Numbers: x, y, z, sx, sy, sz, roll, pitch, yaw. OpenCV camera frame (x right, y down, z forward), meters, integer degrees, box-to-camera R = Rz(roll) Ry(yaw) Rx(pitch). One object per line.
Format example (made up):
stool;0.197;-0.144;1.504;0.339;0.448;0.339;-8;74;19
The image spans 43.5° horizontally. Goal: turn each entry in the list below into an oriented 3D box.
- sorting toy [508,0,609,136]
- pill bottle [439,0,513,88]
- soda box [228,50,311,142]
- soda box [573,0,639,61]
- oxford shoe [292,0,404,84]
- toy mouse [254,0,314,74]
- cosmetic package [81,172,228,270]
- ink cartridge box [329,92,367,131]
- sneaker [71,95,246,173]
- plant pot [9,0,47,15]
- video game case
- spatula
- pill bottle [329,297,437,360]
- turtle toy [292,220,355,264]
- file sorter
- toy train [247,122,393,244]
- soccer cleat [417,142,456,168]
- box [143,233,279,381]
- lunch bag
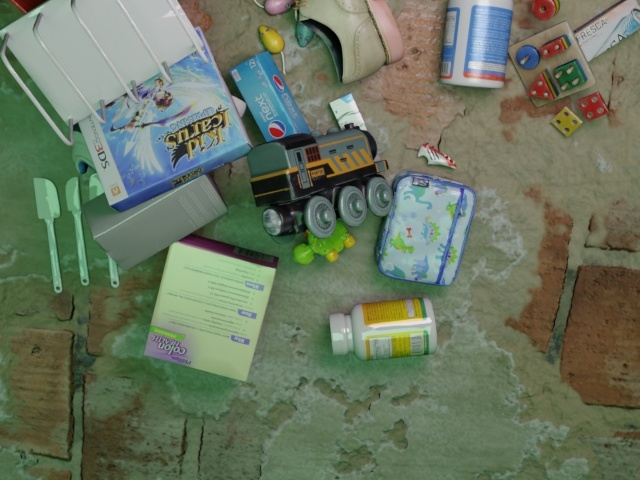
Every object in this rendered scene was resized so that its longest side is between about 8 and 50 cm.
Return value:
sorting toy;0.438;-0.320;1.528;0.132;0.046;0.275;-17;109;46
pill bottle;0.297;-0.402;1.513;0.124;0.124;0.222;5;101;-1
soda box;-0.090;-0.256;1.557;0.067;0.071;0.210;-23;101;24
soda box;0.531;-0.394;1.550;0.183;0.058;0.063;-33;99;6
oxford shoe;0.004;-0.479;1.476;0.146;0.140;0.397;-33;99;-7
toy mouse;-0.060;-0.429;1.552;0.143;0.031;0.161;-35;99;6
cosmetic package;-0.309;-0.060;1.503;0.238;0.107;0.127;-27;144;-1
ink cartridge box;0.056;-0.245;1.589;0.048;0.028;0.083;-25;100;4
sneaker;-0.318;-0.188;1.533;0.322;0.130;0.236;11;91;3
plant pot;-0.404;-0.496;1.411;0.267;0.236;0.267;-42;120;7
video game case;-0.288;-0.216;1.427;0.269;0.061;0.244;-24;79;2
spatula;-0.489;-0.014;1.634;0.168;0.019;0.242;-4;101;-1
pill bottle;0.125;0.182;1.626;0.208;0.117;0.118;-6;101;0
turtle toy;0.000;0.000;1.608;0.130;0.066;0.095;-40;99;-24
file sorter;-0.346;-0.308;1.290;0.277;0.173;0.193;-31;121;1
toy train;0.008;-0.111;1.479;0.142;0.334;0.190;-7;100;43
soccer cleat;0.234;-0.163;1.608;0.083;0.029;0.036;32;108;-3
box;-0.217;0.130;1.614;0.213;0.117;0.243;15;99;-3
lunch bag;0.211;-0.024;1.604;0.176;0.090;0.219;13;101;-7
